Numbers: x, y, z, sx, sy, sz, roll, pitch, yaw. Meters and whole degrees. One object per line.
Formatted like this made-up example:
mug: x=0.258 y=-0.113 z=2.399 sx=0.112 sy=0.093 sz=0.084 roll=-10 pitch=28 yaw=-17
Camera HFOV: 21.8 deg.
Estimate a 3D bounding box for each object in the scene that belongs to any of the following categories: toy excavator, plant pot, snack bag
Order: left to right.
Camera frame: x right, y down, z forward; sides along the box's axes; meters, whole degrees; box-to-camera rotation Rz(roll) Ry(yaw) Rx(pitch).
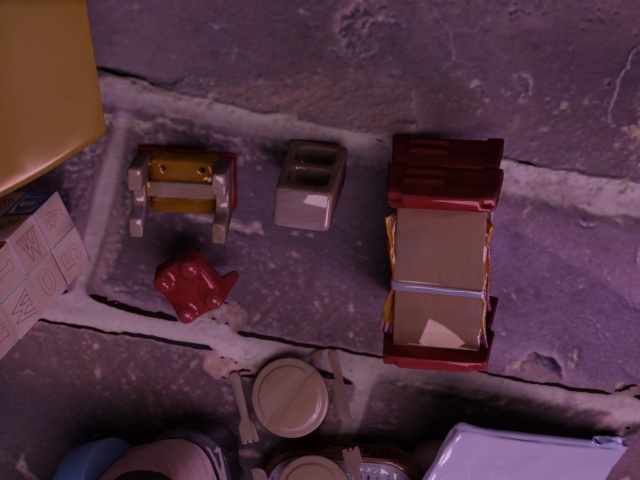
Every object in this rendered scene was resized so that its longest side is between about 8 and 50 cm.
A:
plant pot: x=-0.311 y=-0.163 z=1.511 sx=0.187 sy=0.212 sz=0.212 roll=-16 pitch=119 yaw=-18
toy excavator: x=-0.271 y=0.441 z=1.811 sx=0.445 sy=0.222 sz=0.432 roll=-14 pitch=101 yaw=19
snack bag: x=0.167 y=0.344 z=1.885 sx=0.323 sy=0.037 sz=0.342 roll=11 pitch=115 yaw=-43

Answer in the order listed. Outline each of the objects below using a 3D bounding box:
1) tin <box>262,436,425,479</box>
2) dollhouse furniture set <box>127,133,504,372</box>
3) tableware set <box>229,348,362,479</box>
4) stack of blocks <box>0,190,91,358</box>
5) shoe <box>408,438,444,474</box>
tin: x=0.025 y=0.280 z=1.856 sx=0.190 sy=0.040 sz=0.106 roll=4 pitch=113 yaw=6
dollhouse furniture set: x=0.000 y=0.000 z=1.701 sx=0.374 sy=0.152 sz=0.201 roll=5 pitch=117 yaw=6
tableware set: x=-0.017 y=0.222 z=1.808 sx=0.128 sy=0.039 sz=0.194 roll=-14 pitch=88 yaw=17
stack of blocks: x=-0.374 y=0.073 z=1.562 sx=0.171 sy=0.297 sz=0.087 roll=-1 pitch=125 yaw=34
shoe: x=0.081 y=0.323 z=1.907 sx=0.077 sy=0.058 sz=0.219 roll=29 pitch=108 yaw=-23
